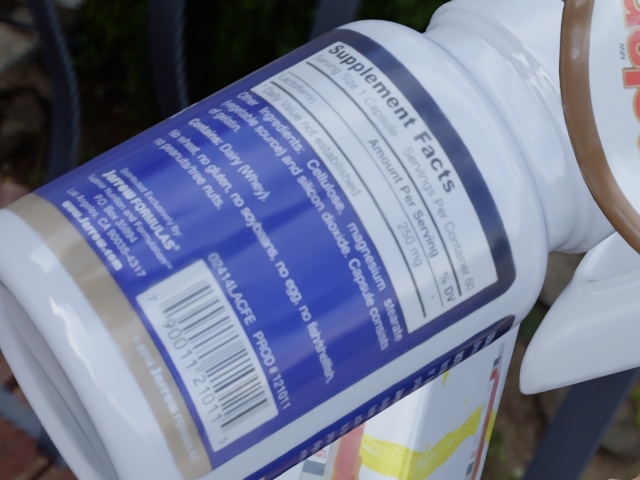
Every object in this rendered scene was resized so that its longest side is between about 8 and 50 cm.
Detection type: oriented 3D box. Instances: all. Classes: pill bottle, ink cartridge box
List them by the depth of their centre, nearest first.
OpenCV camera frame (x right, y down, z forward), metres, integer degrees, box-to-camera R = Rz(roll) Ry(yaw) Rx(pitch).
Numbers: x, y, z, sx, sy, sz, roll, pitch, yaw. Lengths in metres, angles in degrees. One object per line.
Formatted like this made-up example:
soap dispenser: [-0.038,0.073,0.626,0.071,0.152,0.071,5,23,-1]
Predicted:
pill bottle: [0.000,0.000,0.843,0.264,0.153,0.153,-30,61,-18]
ink cartridge box: [0.070,0.147,1.936,0.160,0.385,0.279,16,8,19]

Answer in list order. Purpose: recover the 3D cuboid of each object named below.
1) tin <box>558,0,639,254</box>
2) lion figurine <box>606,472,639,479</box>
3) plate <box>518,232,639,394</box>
tin: [0.135,-0.041,0.378,0.040,0.189,0.106,2,82,-58]
lion figurine: [0.294,0.286,1.690,0.240,0.392,0.142,12,67,-9]
plate: [0.266,-0.025,1.181,0.045,0.278,0.277,59,39,-14]
